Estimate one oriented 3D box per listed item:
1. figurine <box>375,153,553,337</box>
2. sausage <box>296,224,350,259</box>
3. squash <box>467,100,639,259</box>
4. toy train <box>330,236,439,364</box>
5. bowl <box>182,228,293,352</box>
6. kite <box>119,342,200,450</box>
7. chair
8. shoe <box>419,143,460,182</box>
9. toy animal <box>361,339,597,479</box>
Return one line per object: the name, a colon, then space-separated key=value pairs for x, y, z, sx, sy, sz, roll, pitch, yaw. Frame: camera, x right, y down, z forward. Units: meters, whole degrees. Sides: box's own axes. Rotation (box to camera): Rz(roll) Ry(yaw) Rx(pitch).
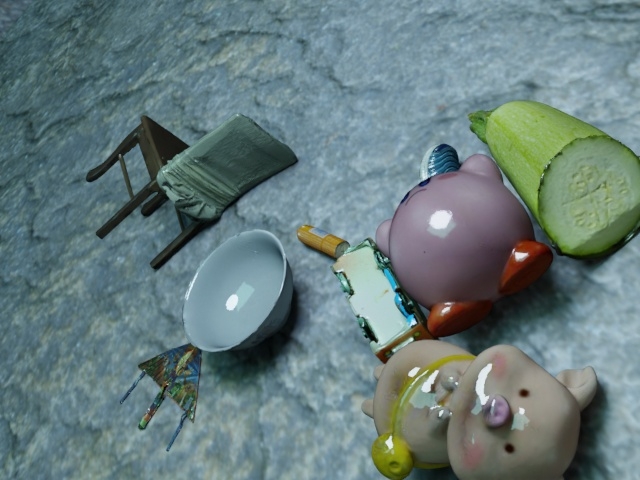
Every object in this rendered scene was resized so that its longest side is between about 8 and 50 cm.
figurine: x=0.159 y=0.001 z=1.014 sx=0.173 sy=0.173 sz=0.173 roll=-22 pitch=49 yaw=28
sausage: x=0.000 y=0.000 z=1.259 sx=0.107 sy=0.031 sz=0.031 roll=25 pitch=79 yaw=49
squash: x=0.263 y=-0.115 z=1.046 sx=0.137 sy=0.137 sz=0.287 roll=-39 pitch=40 yaw=12
toy train: x=0.080 y=0.079 z=1.083 sx=0.072 sy=0.099 sz=0.188 roll=-37 pitch=42 yaw=10
bowl: x=-0.097 y=0.087 z=1.240 sx=0.189 sy=0.086 sz=0.189 roll=-24 pitch=47 yaw=29
kite: x=-0.226 y=0.213 z=1.317 sx=0.183 sy=0.010 sz=0.160 roll=28 pitch=82 yaw=48
chair: x=-0.216 y=-0.121 z=1.440 sx=0.319 sy=0.160 sz=0.186 roll=-39 pitch=45 yaw=16
shoe: x=0.171 y=-0.068 z=1.136 sx=0.071 sy=0.064 sz=0.143 roll=-23 pitch=51 yaw=29
toy animal: x=0.146 y=0.181 z=0.922 sx=0.248 sy=0.149 sz=0.165 roll=11 pitch=86 yaw=37
